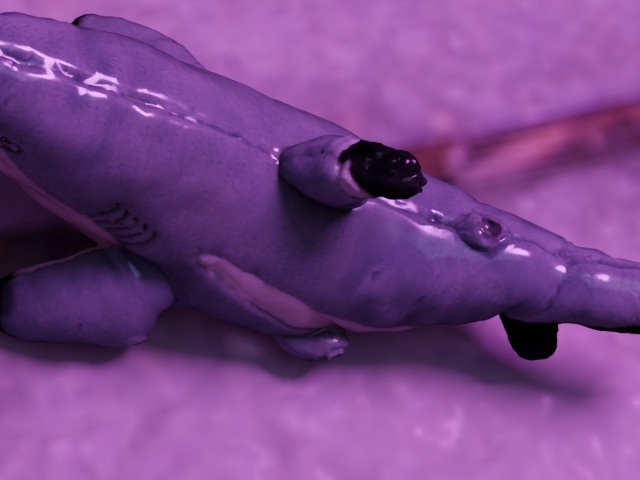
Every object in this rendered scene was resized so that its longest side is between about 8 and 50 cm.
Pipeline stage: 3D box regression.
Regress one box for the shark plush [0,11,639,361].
[{"bbox_3d":[0.000,0.000,0.387,0.161,0.067,0.073,27,66,-1],"label":"shark plush"}]
